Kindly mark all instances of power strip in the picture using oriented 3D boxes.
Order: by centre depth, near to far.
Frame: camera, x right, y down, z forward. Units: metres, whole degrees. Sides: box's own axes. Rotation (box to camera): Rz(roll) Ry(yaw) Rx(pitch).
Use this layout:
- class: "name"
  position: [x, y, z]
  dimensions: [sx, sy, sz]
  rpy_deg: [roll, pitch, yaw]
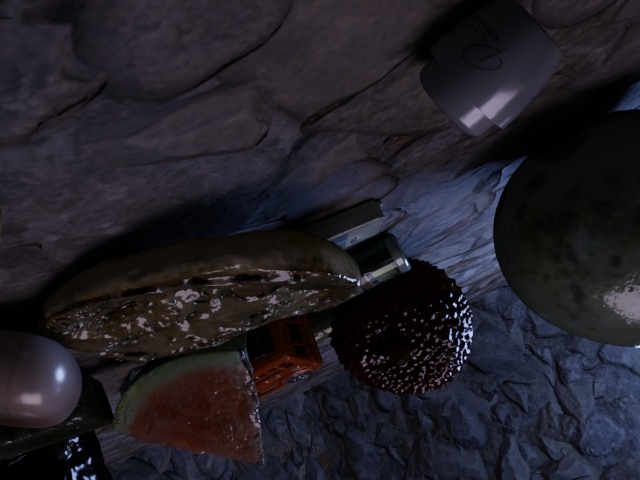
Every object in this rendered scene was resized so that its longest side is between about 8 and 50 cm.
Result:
- class: "power strip"
  position: [0.000, 0.000, 0.856]
  dimensions: [0.192, 0.035, 0.081]
  rpy_deg: [-22, 163, -9]

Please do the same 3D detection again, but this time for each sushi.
- class: "sushi"
  position: [-0.532, 0.491, 1.169]
  dimensions: [0.300, 0.294, 0.281]
  rpy_deg: [-27, 165, 4]

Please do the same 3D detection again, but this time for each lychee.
- class: "lychee"
  position: [0.156, 0.160, 1.210]
  dimensions: [0.276, 0.275, 0.304]
  rpy_deg: [-29, -171, 16]

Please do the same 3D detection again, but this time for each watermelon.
- class: "watermelon"
  position: [-0.192, 0.250, 1.014]
  dimensions: [0.232, 0.193, 0.310]
  rpy_deg: [32, 108, -32]

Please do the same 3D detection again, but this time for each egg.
- class: "egg"
  position: [0.442, -0.019, 0.901]
  dimensions: [0.428, 0.344, 0.345]
  rpy_deg: [3, 152, -29]

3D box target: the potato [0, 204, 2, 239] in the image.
- class: "potato"
  position: [-0.223, -0.008, 0.370]
  dimensions: [0.066, 0.103, 0.096]
  rpy_deg: [-24, 166, 7]

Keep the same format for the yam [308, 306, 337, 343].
- class: "yam"
  position: [-0.087, 0.234, 1.419]
  dimensions: [0.372, 0.083, 0.083]
  rpy_deg: [-26, 164, 3]

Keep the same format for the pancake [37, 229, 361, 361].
- class: "pancake"
  position: [-0.137, 0.073, 0.756]
  dimensions: [0.387, 0.082, 0.387]
  rpy_deg: [-11, 161, -4]

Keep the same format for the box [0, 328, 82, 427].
- class: "box"
  position: [-0.340, 0.154, 0.688]
  dimensions: [0.146, 0.088, 0.200]
  rpy_deg: [13, 156, -12]

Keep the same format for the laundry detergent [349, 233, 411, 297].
- class: "laundry detergent"
  position: [0.041, 0.067, 1.074]
  dimensions: [0.226, 0.070, 0.099]
  rpy_deg: [-26, 173, 9]

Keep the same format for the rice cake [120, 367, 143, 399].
- class: "rice cake"
  position: [-0.376, 0.292, 1.245]
  dimensions: [0.042, 0.030, 0.180]
  rpy_deg: [-11, 159, -30]

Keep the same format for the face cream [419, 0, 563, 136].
- class: "face cream"
  position: [0.137, -0.140, 0.505]
  dimensions: [0.095, 0.091, 0.091]
  rpy_deg: [-41, 159, 24]

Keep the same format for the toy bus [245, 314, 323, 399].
- class: "toy bus"
  position: [-0.167, 0.251, 1.240]
  dimensions: [0.329, 0.143, 0.153]
  rpy_deg: [-31, 154, 23]

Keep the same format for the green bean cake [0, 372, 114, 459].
- class: "green bean cake"
  position: [-0.439, 0.273, 0.972]
  dimensions: [0.185, 0.094, 0.183]
  rpy_deg: [-22, 165, -8]
